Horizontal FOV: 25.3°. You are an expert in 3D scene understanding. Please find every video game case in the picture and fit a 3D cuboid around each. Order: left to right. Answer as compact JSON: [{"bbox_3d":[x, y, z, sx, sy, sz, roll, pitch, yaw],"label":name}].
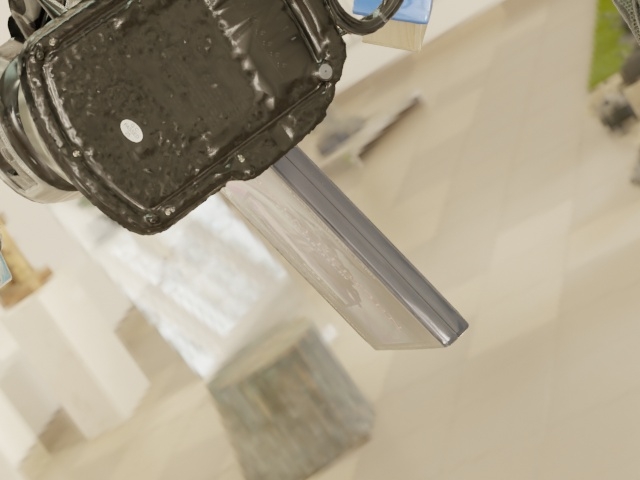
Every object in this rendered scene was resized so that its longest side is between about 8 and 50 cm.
[{"bbox_3d":[0.000,0.000,0.995,0.026,0.196,0.274,-44,1,-7],"label":"video game case"}]

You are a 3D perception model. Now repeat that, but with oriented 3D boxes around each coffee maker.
[{"bbox_3d":[-0.068,-0.077,0.656,0.171,0.120,0.178,-14,10,-21],"label":"coffee maker"}]

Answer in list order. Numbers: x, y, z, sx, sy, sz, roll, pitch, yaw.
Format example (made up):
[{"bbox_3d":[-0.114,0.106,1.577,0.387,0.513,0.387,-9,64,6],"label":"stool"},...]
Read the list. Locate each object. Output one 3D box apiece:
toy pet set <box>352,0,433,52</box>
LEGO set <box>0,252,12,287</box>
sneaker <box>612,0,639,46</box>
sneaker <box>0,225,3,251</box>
[{"bbox_3d":[0.008,-0.141,0.793,0.114,0.065,0.122,11,55,9],"label":"toy pet set"},{"bbox_3d":[-0.390,-0.010,1.454,0.060,0.182,0.244,-20,11,17],"label":"LEGO set"},{"bbox_3d":[0.258,-0.224,1.047,0.087,0.228,0.130,-18,25,-9],"label":"sneaker"},{"bbox_3d":[-0.255,-0.068,0.894,0.107,0.279,0.118,-1,43,-12],"label":"sneaker"}]
